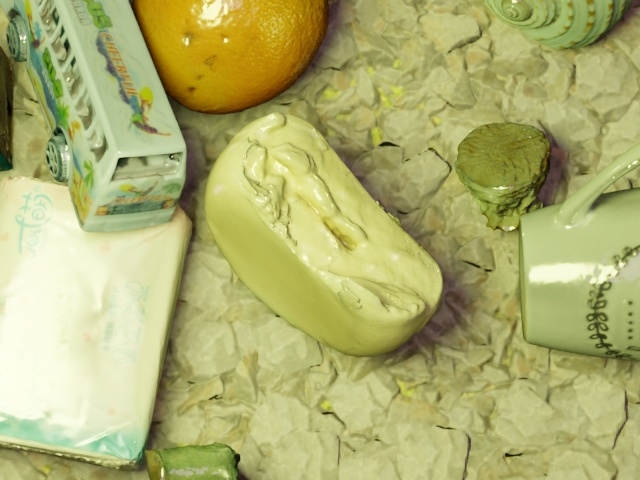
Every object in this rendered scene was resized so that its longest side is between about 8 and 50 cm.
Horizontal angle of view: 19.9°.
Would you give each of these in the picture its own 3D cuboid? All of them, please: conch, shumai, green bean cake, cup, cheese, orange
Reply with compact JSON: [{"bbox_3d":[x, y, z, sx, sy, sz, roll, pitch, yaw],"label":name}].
[{"bbox_3d":[0.260,-0.297,1.901,0.172,0.131,0.200,39,81,-2],"label":"conch"},{"bbox_3d":[0.196,-0.061,1.905,0.099,0.087,0.123,-2,38,14],"label":"shumai"},{"bbox_3d":[-0.115,0.288,1.790,0.094,0.181,0.173,-7,81,-5],"label":"green bean cake"},{"bbox_3d":[0.318,0.003,1.825,0.234,0.186,0.258,-1,123,4],"label":"cup"},{"bbox_3d":[0.000,0.000,1.813,0.266,0.233,0.127,44,72,0],"label":"cheese"},{"bbox_3d":[-0.096,-0.226,1.853,0.206,0.206,0.206,0,83,-3],"label":"orange"}]

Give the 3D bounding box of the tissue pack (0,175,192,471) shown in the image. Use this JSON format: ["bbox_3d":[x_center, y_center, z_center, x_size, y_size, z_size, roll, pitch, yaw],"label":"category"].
[{"bbox_3d":[-0.248,0.086,1.834,0.201,0.124,0.271,11,79,-7],"label":"tissue pack"}]

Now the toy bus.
[{"bbox_3d":[-0.230,-0.172,1.810,0.109,0.136,0.329,-9,59,-26],"label":"toy bus"}]

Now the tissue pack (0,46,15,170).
[{"bbox_3d":[-0.447,-0.133,1.820,0.271,0.192,0.134,-3,84,-4],"label":"tissue pack"}]
